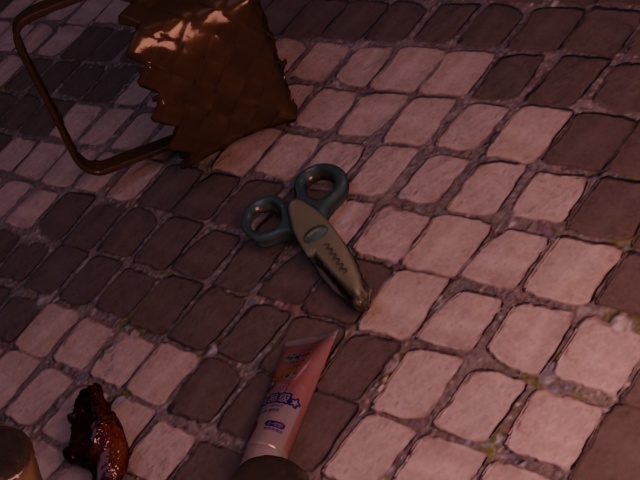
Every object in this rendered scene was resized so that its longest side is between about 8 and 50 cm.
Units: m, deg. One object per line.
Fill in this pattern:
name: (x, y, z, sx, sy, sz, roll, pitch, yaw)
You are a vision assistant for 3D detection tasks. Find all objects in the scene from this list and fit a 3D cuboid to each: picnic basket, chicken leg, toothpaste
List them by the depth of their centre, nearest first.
toothpaste: (-0.034, 0.164, 1.359, 0.067, 0.043, 0.194, -16, 34, 31)
chicken leg: (-0.238, 0.225, 1.448, 0.093, 0.053, 0.205, -55, 25, 12)
picnic basket: (-0.213, -0.241, 1.788, 0.321, 0.254, 0.291, -22, 36, 1)

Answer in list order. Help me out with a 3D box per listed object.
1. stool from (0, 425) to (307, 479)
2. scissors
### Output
stool: (-0.166, 0.321, 1.027, 0.310, 0.226, 0.310, 4, 41, 2)
scissors: (0.000, 0.000, 1.515, 0.138, 0.041, 0.289, -29, 34, -4)
